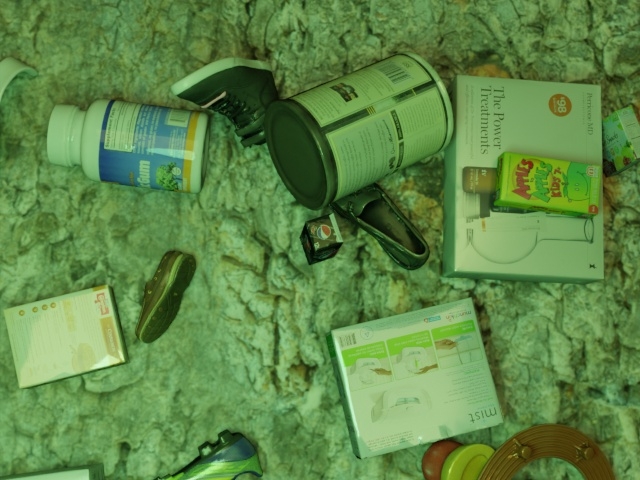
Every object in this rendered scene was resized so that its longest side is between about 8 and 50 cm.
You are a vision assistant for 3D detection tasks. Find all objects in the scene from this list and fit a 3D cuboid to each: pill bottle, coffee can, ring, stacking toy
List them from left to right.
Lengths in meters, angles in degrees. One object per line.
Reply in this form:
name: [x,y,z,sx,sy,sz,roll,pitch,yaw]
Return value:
pill bottle: [-0.341,-0.173,1.592,0.272,0.152,0.152,6,80,-3]
coffee can: [0.068,-0.197,1.573,0.275,0.201,0.201,-26,83,-24]
stacking toy: [0.268,0.519,1.577,0.279,0.130,0.309,24,81,-27]
ring: [0.398,0.490,1.543,0.336,0.032,0.337,1,89,-24]

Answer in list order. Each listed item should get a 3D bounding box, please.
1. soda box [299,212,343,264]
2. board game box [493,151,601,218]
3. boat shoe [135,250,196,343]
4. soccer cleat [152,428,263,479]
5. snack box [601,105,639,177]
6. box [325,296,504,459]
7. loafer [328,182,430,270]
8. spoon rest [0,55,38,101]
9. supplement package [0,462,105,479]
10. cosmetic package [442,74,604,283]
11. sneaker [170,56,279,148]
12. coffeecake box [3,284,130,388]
soda box: [0.000,0.000,1.582,0.053,0.169,0.060,-18,83,-7]
board game box: [0.411,-0.099,1.602,0.181,0.043,0.092,8,80,-5]
boat shoe: [-0.289,0.100,1.603,0.060,0.064,0.178,18,76,30]
soccer cleat: [-0.230,0.448,1.530,0.289,0.093,0.121,-35,90,-9]
snack box: [0.563,-0.185,1.674,0.037,0.141,0.100,-17,82,-7]
box: [0.164,0.244,1.577,0.262,0.127,0.231,-13,83,-7]
loafer: [0.103,-0.055,1.643,0.267,0.084,0.096,42,80,3]
spoon rest: [-0.620,-0.220,1.612,0.137,0.084,0.276,28,79,1]
supplement package: [-0.495,0.493,1.473,0.261,0.145,0.204,-6,81,-6]
cosmetic package: [0.382,-0.113,1.673,0.284,0.097,0.377,3,80,-7]
sneaker: [-0.147,-0.238,1.573,0.104,0.295,0.147,-22,90,27]
coffeecake box: [-0.448,0.171,1.568,0.185,0.068,0.142,-14,82,-7]
